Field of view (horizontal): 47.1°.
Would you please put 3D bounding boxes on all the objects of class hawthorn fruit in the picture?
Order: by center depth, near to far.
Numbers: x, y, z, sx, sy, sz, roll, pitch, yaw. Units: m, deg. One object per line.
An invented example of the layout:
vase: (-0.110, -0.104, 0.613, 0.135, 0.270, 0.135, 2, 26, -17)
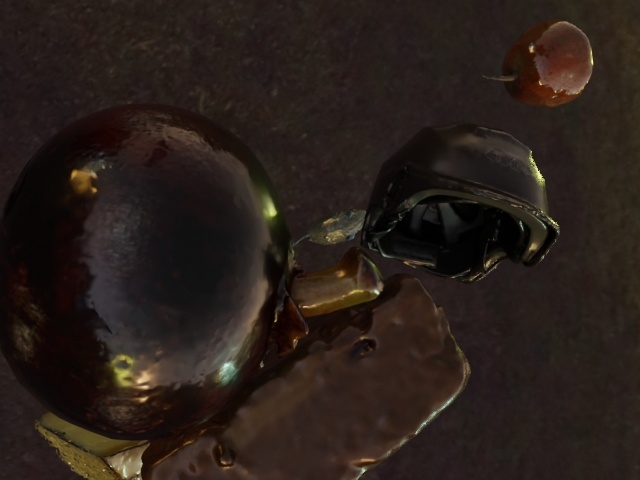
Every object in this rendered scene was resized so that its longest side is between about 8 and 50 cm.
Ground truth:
hawthorn fruit: (0.369, -0.277, 1.226, 0.189, 0.149, 0.149, -49, 117, -16)

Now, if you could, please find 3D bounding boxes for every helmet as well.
helmet: (0.192, -0.067, 0.993, 0.225, 0.305, 0.177, 23, 64, -19)

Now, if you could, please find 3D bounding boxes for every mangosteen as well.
mangosteen: (-0.086, 0.026, 0.519, 0.261, 0.235, 0.235, 9, 65, 1)

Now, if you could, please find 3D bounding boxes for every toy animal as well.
toy animal: (-0.008, -0.005, 1.637, 0.253, 0.079, 0.070, -30, 107, -7)

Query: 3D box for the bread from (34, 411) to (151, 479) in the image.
bread: (-0.384, 0.361, 1.531, 0.315, 0.248, 0.279, -63, 151, -26)

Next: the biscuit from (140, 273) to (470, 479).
biscuit: (-0.021, 0.187, 0.860, 0.342, 0.395, 0.166, -38, 90, -5)
